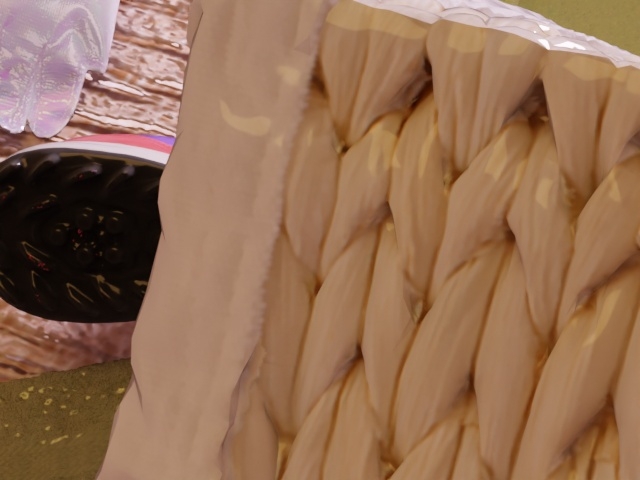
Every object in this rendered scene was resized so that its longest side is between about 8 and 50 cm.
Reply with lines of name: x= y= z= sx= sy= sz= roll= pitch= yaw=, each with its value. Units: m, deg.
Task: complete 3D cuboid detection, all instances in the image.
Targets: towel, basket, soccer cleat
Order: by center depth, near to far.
basket: x=0.117 y=0.120 z=0.468 sx=0.266 sy=0.328 sz=0.331 roll=15 pitch=97 yaw=23
towel: x=-0.098 y=0.101 z=0.812 sx=0.148 sy=0.027 sz=0.110 roll=-14 pitch=47 yaw=5
soccer cleat: x=0.000 y=0.000 z=0.827 sx=0.318 sy=0.108 sz=0.116 roll=7 pitch=14 yaw=9

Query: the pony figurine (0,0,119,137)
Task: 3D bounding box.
pony figurine: x=-0.243 y=-0.264 z=0.999 sx=0.303 sy=0.363 sz=0.351 roll=14 pitch=71 yaw=17

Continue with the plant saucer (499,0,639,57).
plant saucer: x=0.170 y=-0.147 z=0.867 sx=0.241 sy=0.037 sz=0.241 roll=-30 pitch=35 yaw=24
